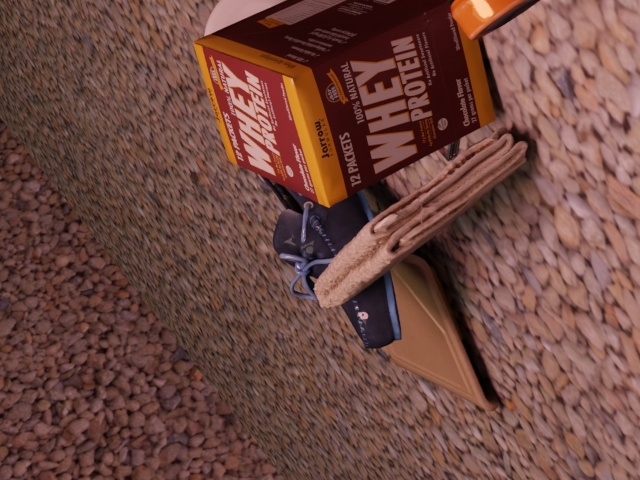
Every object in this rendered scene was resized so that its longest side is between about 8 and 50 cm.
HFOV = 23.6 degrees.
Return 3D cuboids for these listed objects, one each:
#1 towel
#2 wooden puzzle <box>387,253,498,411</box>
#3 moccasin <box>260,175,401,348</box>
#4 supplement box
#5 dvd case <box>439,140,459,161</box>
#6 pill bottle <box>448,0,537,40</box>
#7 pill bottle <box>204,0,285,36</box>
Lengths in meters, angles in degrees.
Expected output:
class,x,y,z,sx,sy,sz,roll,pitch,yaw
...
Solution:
class,x,y,z,sx,sy,sz,roll,pitch,yaw
towel,0.091,-0.020,1.501,0.049,0.187,0.282,53,162,4
wooden puzzle,0.115,0.087,1.872,0.238,0.044,0.221,61,163,-23
moccasin,0.000,0.000,1.756,0.342,0.117,0.137,-113,12,-46
supplement box,0.021,-0.148,1.430,0.191,0.194,0.129,27,139,54
dvd case,0.111,-0.142,1.532,0.087,0.013,0.119,50,160,25
pill bottle,0.087,-0.277,1.173,0.245,0.130,0.130,58,163,2
pill bottle,-0.050,-0.199,1.631,0.121,0.121,0.216,58,-177,3
